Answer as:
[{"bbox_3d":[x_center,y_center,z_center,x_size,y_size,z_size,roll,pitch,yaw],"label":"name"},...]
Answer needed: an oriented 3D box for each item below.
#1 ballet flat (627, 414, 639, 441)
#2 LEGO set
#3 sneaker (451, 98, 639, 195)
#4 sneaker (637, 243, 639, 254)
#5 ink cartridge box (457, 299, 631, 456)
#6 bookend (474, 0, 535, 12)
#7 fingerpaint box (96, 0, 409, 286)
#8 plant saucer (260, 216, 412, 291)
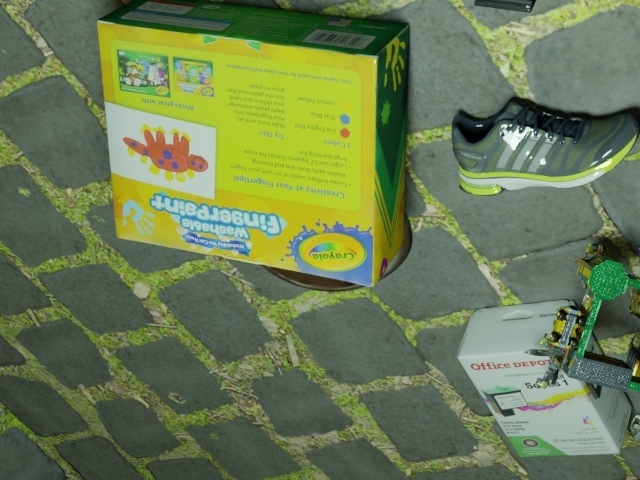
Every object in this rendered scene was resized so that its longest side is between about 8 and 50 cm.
[{"bbox_3d":[0.583,0.321,2.205,0.041,0.041,0.114,28,140,-1],"label":"ballet flat"},{"bbox_3d":[0.503,0.136,1.949,0.331,0.192,0.254,7,101,-6],"label":"LEGO set"},{"bbox_3d":[0.316,-0.145,1.796,0.300,0.111,0.121,-10,124,33],"label":"sneaker"},{"bbox_3d":[0.573,-0.020,1.792,0.224,0.098,0.083,-12,127,38],"label":"sneaker"},{"bbox_3d":[0.393,0.247,2.164,0.201,0.117,0.278,-10,128,36],"label":"ink cartridge box"},{"bbox_3d":[0.236,-0.383,1.470,0.072,0.157,0.156,12,144,21],"label":"bookend"},{"bbox_3d":[-0.097,-0.159,1.892,0.445,0.163,0.371,10,119,20],"label":"fingerpaint box"},{"bbox_3d":[0.000,0.000,2.117,0.311,0.050,0.310,7,142,6],"label":"plant saucer"}]
